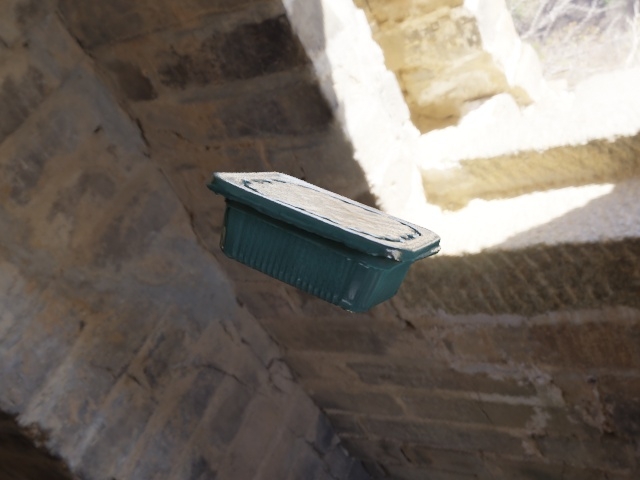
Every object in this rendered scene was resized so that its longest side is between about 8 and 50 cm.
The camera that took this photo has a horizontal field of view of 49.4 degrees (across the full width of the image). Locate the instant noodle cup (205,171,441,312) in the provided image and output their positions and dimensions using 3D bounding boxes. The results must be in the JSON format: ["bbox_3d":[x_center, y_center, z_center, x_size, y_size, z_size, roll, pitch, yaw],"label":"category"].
[{"bbox_3d":[0.000,0.000,0.582,0.179,0.070,0.157,23,11,17],"label":"instant noodle cup"}]
